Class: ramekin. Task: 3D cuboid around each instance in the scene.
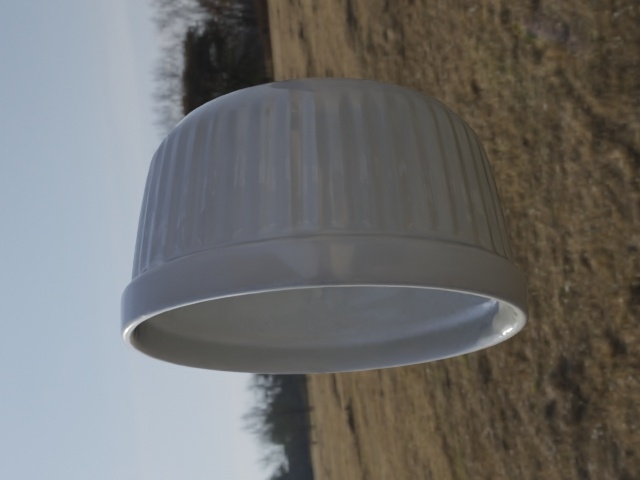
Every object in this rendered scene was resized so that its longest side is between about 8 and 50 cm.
[{"bbox_3d":[0.000,0.000,0.455,0.207,0.207,0.108,94,173,-71],"label":"ramekin"}]
